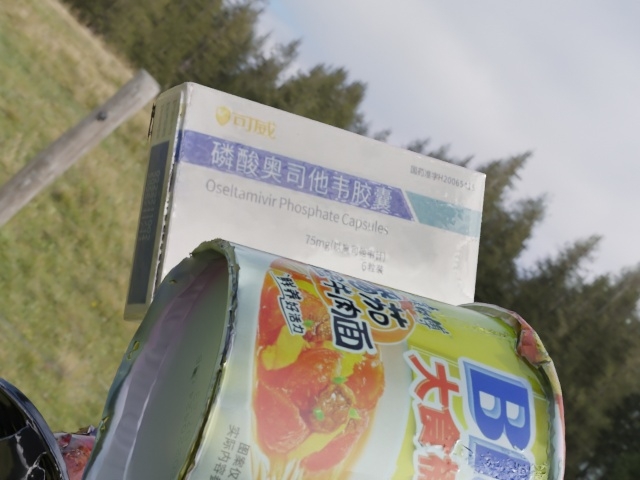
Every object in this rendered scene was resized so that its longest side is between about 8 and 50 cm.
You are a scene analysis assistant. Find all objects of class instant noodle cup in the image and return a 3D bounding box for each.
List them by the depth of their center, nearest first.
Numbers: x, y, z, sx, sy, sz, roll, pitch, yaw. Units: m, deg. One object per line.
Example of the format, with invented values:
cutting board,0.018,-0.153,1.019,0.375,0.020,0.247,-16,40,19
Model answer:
instant noodle cup,-0.012,0.096,0.454,0.153,0.205,0.205,25,10,-20

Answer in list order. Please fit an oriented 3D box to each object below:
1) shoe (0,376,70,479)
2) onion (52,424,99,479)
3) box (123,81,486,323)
shoe,-0.166,0.148,0.530,0.053,0.062,0.159,-38,114,-53
onion,-0.219,0.243,0.802,0.147,0.184,0.184,57,4,11
box,0.000,0.000,0.909,0.343,0.200,0.065,13,-10,-33
